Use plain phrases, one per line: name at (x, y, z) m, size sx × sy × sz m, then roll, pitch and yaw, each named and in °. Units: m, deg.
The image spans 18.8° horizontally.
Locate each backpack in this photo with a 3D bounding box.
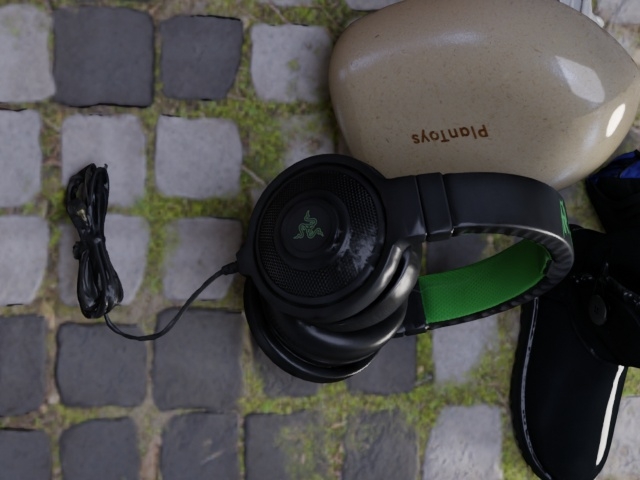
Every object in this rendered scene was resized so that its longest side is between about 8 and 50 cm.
backpack at (0.309, -0.039, 1.716) m, size 0.101 × 0.120 × 0.098 m, roll -36°, pitch 104°, yaw -18°

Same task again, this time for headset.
headset at (0.000, 0.000, 1.544) m, size 0.394 × 0.243 × 0.185 m, roll -8°, pitch 69°, yaw -6°

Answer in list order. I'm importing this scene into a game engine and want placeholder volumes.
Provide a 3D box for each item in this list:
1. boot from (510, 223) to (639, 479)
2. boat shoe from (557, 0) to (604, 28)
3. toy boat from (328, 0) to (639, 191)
boot at (0.252, 0.103, 1.648) m, size 0.094 × 0.207 × 0.246 m, roll -1°, pitch 92°, yaw -23°
boat shoe at (0.207, -0.182, 1.683) m, size 0.084 × 0.095 × 0.258 m, roll 3°, pitch 91°, yaw -19°
toy boat at (0.125, -0.181, 1.557) m, size 0.148 × 0.267 × 0.318 m, roll -54°, pitch 137°, yaw -48°
